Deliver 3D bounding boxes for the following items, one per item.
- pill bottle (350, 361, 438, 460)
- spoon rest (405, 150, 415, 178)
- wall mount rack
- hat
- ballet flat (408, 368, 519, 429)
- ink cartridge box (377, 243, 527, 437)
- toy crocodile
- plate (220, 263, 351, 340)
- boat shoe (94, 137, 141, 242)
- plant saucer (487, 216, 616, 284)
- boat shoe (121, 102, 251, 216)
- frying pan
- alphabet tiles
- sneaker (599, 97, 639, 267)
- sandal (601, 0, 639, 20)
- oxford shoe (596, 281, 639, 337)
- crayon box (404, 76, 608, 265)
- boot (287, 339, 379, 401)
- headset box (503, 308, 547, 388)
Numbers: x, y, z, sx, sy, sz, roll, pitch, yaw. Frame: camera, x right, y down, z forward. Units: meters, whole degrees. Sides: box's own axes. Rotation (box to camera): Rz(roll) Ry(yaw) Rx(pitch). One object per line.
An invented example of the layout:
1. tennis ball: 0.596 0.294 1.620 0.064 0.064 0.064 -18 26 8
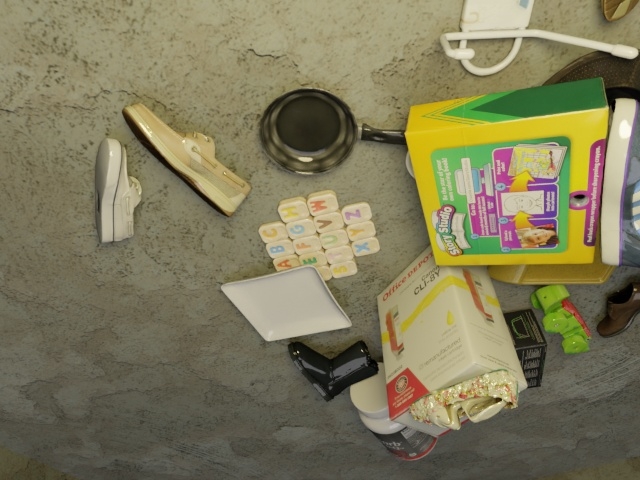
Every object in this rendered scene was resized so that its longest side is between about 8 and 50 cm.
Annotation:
1. pill bottle: 0.248 0.571 1.591 0.210 0.210 0.362 -21 130 16
2. spoon rest: 0.311 -0.151 1.011 0.277 0.084 0.137 18 129 -19
3. wall mount rack: 0.355 -0.408 0.741 0.305 0.130 0.349 -2 133 1
4. hat: 0.561 -0.218 0.906 0.332 0.134 0.331 17 134 19
5. ballet flat: 0.279 0.327 0.939 0.241 0.077 0.091 -35 122 28
6. ink cartridge box: 0.290 0.226 1.157 0.161 0.384 0.279 25 127 -20
7. toy crocodile: 0.699 0.225 1.353 0.105 0.115 0.341 -33 126 24
8. plate: -0.087 0.168 1.300 0.278 0.045 0.278 -14 133 20
9. boat shoe: -0.431 -0.102 1.024 0.088 0.096 0.267 -9 134 -34
10. plant saucer: 0.620 0.003 1.169 0.333 0.080 0.332 0 133 -2
11. boat shoe: -0.262 -0.174 0.965 0.098 0.109 0.302 -51 125 -11
12. frying pan: 0.037 -0.236 0.939 0.327 0.053 0.197 -16 131 13
13. alphabet tiles: 0.000 0.000 1.180 0.278 0.021 0.284 -11 133 9
14. sneaker: 0.609 -0.090 0.797 0.237 0.130 0.322 1 119 27
15. sandal: 0.482 -0.454 0.767 0.072 0.049 0.180 -18 117 6
16. oxford shoe: 0.860 0.195 1.370 0.096 0.082 0.227 20 131 4
17. crayon box: 0.355 -0.104 0.915 0.314 0.106 0.362 -1 136 24
18. boot: 0.045 0.365 1.476 0.207 0.094 0.246 -34 107 6
19. headset box: 0.519 0.354 1.454 0.284 0.131 0.246 -12 132 9
